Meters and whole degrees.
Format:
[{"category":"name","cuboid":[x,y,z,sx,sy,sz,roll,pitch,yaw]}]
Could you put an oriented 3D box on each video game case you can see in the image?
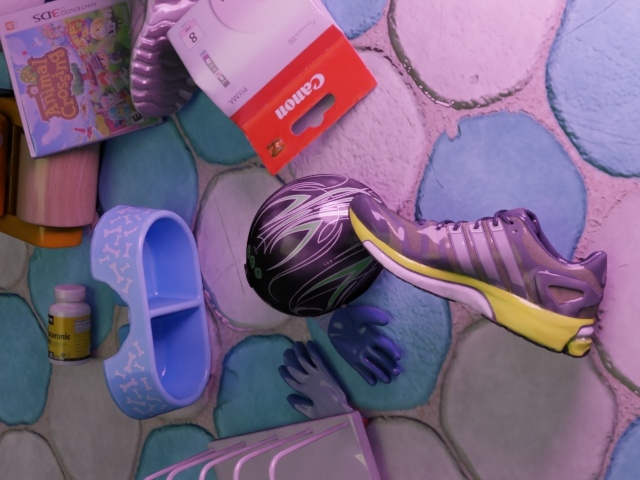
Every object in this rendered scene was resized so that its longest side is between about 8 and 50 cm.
[{"category":"video game case","cuboid":[-0.340,-0.240,1.639,0.193,0.023,0.212,-16,84,0]}]

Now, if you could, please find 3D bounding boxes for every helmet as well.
[{"category":"helmet","cuboid":[0.000,0.000,1.378,0.169,0.169,0.161,57,138,19]}]

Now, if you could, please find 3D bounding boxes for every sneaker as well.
[{"category":"sneaker","cuboid":[0.172,0.010,1.253,0.300,0.111,0.121,25,99,11]},{"category":"sneaker","cuboid":[-0.208,-0.307,1.569,0.115,0.105,0.281,-139,55,-60]}]

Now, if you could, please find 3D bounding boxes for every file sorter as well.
[{"category":"file sorter","cuboid":[-0.074,0.349,1.462,0.277,0.173,0.193,-19,87,42]}]

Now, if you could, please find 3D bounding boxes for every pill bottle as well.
[{"category":"pill bottle","cuboid":[-0.383,0.128,1.773,0.065,0.065,0.116,10,101,39]}]

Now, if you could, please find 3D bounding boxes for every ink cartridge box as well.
[{"category":"ink cartridge box","cuboid":[-0.066,-0.230,1.441,0.189,0.066,0.232,-40,66,21]}]

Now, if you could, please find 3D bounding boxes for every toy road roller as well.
[{"category":"toy road roller","cuboid":[-0.508,-0.112,1.730,0.329,0.240,0.203,17,107,37]}]

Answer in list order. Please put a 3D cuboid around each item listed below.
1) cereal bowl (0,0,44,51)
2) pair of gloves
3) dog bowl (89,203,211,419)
[{"category":"cereal bowl","cuboid":[-0.549,-0.455,1.760,0.339,0.141,0.339,8,101,46]},{"category":"pair of gloves","cuboid":[0.024,0.155,1.466,0.159,0.023,0.198,41,121,26]},{"category":"dog bowl","cuboid":[-0.224,0.094,1.580,0.074,0.166,0.297,-7,91,29]}]
